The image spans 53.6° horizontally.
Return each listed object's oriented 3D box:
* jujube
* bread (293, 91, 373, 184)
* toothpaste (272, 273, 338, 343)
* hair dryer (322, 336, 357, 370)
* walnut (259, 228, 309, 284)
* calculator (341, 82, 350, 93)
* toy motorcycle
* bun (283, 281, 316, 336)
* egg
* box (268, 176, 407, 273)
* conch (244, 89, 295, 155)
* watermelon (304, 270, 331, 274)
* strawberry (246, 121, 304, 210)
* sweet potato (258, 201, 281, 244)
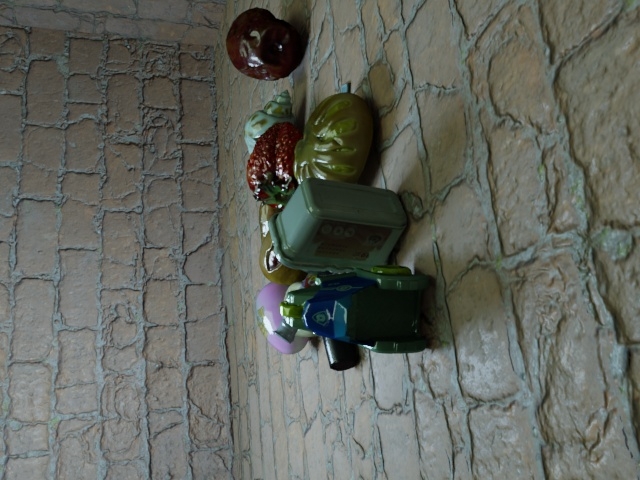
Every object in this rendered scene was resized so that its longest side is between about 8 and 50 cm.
[{"bbox_3d":[-0.215,-0.738,2.398,0.377,0.276,0.276,-144,57,-65],"label":"jujube"},{"bbox_3d":[0.023,-0.256,1.780,0.333,0.160,0.333,-167,90,-70],"label":"bread"},{"bbox_3d":[-0.036,0.169,1.915,0.114,0.073,0.299,18,71,49],"label":"toothpaste"},{"bbox_3d":[0.076,0.233,1.801,0.251,0.089,0.197,124,143,-47],"label":"hair dryer"},{"bbox_3d":[-0.093,0.012,2.126,0.298,0.203,0.203,-63,27,18],"label":"walnut"},{"bbox_3d":[0.072,-0.388,1.923,0.057,0.018,0.172,-166,79,-69],"label":"calculator"},{"bbox_3d":[0.083,0.159,1.404,0.200,0.326,0.191,-165,76,-68],"label":"toy motorcycle"},{"bbox_3d":[-0.029,0.220,2.034,0.193,0.128,0.178,-13,75,59],"label":"bun"},{"bbox_3d":[-0.124,0.264,2.204,0.271,0.196,0.196,56,142,42],"label":"egg"},{"bbox_3d":[0.052,-0.040,1.549,0.182,0.312,0.175,120,146,-41],"label":"box"},{"bbox_3d":[-0.183,-0.366,2.353,0.249,0.197,0.368,-99,3,-59],"label":"conch"},{"bbox_3d":[0.000,0.000,1.832,0.212,0.212,0.212,-179,90,-71],"label":"watermelon"},{"bbox_3d":[-0.129,-0.263,2.171,0.238,0.250,0.288,51,-154,-63],"label":"strawberry"},{"bbox_3d":[-0.211,-0.047,2.611,0.097,0.097,0.292,-141,53,-66],"label":"sweet potato"}]
